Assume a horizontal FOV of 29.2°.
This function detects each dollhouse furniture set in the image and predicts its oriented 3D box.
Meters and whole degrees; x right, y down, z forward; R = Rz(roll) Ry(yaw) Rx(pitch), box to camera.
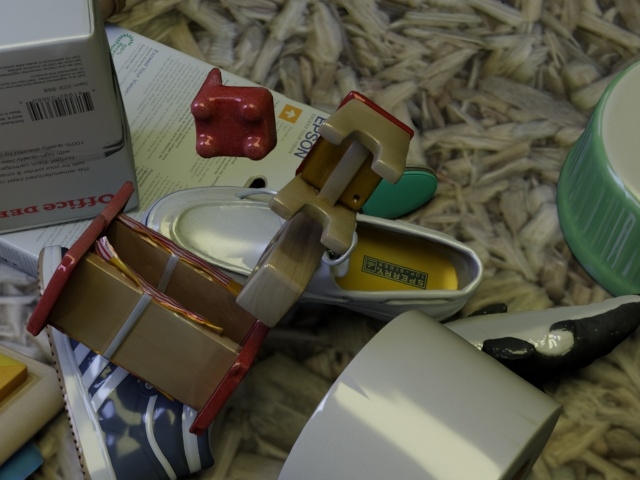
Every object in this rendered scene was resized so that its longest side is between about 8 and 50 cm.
[{"bbox_3d":[-0.090,-0.019,1.117,0.201,0.374,0.152,34,33,-4],"label":"dollhouse furniture set"}]

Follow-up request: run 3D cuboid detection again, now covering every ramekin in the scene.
[{"bbox_3d":[0.429,-0.072,1.387,0.303,0.148,0.303,0,59,0],"label":"ramekin"}]

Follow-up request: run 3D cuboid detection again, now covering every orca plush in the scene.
[{"bbox_3d":[0.232,0.128,1.324,0.287,0.102,0.151,-14,15,-20],"label":"orca plush"}]

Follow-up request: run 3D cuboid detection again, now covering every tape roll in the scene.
[{"bbox_3d":[0.092,0.211,1.160,0.169,0.246,0.246,34,65,18],"label":"tape roll"}]

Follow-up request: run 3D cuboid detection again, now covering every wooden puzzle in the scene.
[{"bbox_3d":[-0.405,0.147,1.255,0.238,0.044,0.221,26,32,12],"label":"wooden puzzle"}]

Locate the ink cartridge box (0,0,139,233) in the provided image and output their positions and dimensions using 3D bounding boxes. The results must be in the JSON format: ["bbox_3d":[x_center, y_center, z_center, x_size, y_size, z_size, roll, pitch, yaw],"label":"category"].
[{"bbox_3d":[-0.314,-0.141,1.266,0.211,0.289,0.121,-9,58,-5],"label":"ink cartridge box"}]

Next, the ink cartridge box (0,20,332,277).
[{"bbox_3d":[-0.193,-0.069,1.426,0.330,0.071,0.324,25,63,12],"label":"ink cartridge box"}]

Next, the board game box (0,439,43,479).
[{"bbox_3d":[-0.364,0.230,1.238,0.133,0.033,0.168,24,24,10],"label":"board game box"}]

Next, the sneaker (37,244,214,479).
[{"bbox_3d":[-0.195,0.124,1.279,0.153,0.099,0.282,-16,75,-7],"label":"sneaker"}]

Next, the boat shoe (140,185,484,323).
[{"bbox_3d":[0.000,0.008,1.275,0.367,0.156,0.136,15,68,-12],"label":"boat shoe"}]

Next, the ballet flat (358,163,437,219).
[{"bbox_3d":[0.031,-0.049,1.419,0.213,0.072,0.068,-23,42,-16],"label":"ballet flat"}]

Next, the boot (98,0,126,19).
[{"bbox_3d":[-0.382,-0.230,1.471,0.269,0.089,0.236,-46,26,-25],"label":"boot"}]
